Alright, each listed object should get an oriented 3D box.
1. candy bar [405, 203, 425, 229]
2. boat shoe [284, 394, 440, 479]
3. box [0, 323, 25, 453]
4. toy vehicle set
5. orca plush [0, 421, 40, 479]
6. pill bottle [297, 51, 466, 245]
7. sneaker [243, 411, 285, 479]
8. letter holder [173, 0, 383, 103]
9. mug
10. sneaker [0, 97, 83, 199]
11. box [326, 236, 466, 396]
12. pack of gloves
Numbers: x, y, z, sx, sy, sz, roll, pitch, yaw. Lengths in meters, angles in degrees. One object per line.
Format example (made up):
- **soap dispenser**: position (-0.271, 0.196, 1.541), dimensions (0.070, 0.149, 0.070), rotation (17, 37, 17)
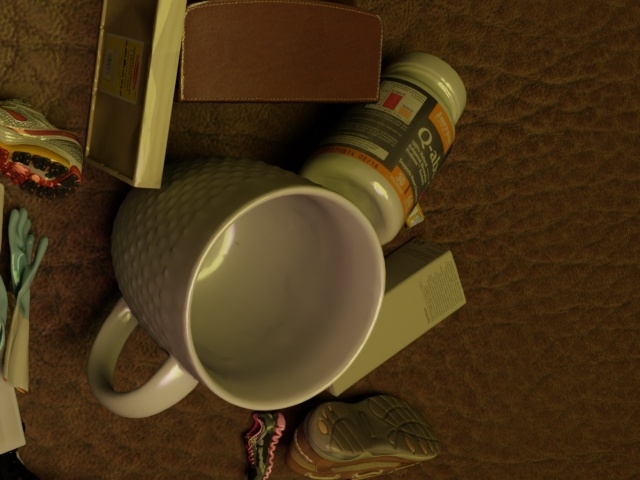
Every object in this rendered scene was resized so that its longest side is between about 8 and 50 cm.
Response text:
- **candy bar**: position (0.123, -0.084, 1.760), dimensions (0.040, 0.018, 0.161), rotation (-37, 123, -15)
- **boat shoe**: position (0.066, 0.325, 1.811), dimensions (0.324, 0.123, 0.116), rotation (14, 131, -45)
- **box**: position (-0.503, 0.150, 1.344), dimensions (0.231, 0.126, 0.262), rotation (-18, 115, -31)
- **toy vehicle set**: position (-0.230, -0.211, 1.384), dimensions (0.035, 0.166, 0.267), rotation (1, 105, -35)
- **orca plush**: position (-0.338, 0.372, 1.472), dimensions (0.151, 0.102, 0.287), rotation (-23, 91, -21)
- **pill bottle**: position (0.094, -0.135, 1.592), dimensions (0.278, 0.162, 0.162), rotation (-55, 130, -35)
- **sneaker**: position (-0.098, 0.317, 1.729), dimensions (0.057, 0.047, 0.119), rotation (18, 88, -30)
- **letter holder**: position (-0.078, -0.294, 1.472), dimensions (0.301, 0.152, 0.215), rotation (-4, 106, -33)
- **mug**: position (-0.152, 0.063, 1.426), dimensions (0.374, 0.328, 0.276), rotation (-50, 126, -10)
- **sneaker**: position (-0.393, -0.131, 1.360), dimensions (0.225, 0.093, 0.088), rotation (27, 132, -26)
- **box**: position (0.090, 0.114, 1.755), dimensions (0.275, 0.094, 0.113), rotation (-31, 121, -22)
- **pack of gloves**: position (-0.360, 0.047, 1.339), dimensions (0.046, 0.195, 0.232), rotation (-4, 71, 1)
